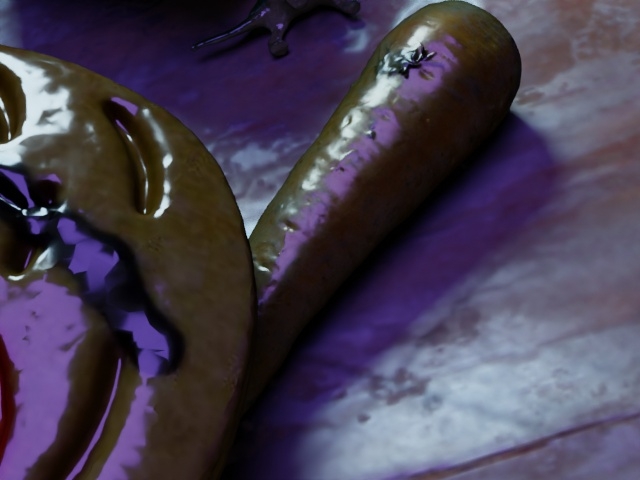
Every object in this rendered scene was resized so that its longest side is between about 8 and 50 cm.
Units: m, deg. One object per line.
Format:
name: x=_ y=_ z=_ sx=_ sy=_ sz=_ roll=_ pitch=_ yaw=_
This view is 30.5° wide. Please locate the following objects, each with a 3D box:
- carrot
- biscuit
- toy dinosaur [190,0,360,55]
carrot: x=0.000 y=0.000 z=0.586 sx=0.078 sy=0.078 sz=0.298 roll=28 pitch=72 yaw=28
biscuit: x=-0.215 y=0.040 z=0.510 sx=0.367 sy=0.063 sz=0.314 roll=12 pitch=62 yaw=6
toy dinosaur: x=-0.025 y=-0.142 z=0.715 sx=0.119 sy=0.029 sz=0.060 roll=-28 pitch=39 yaw=2
